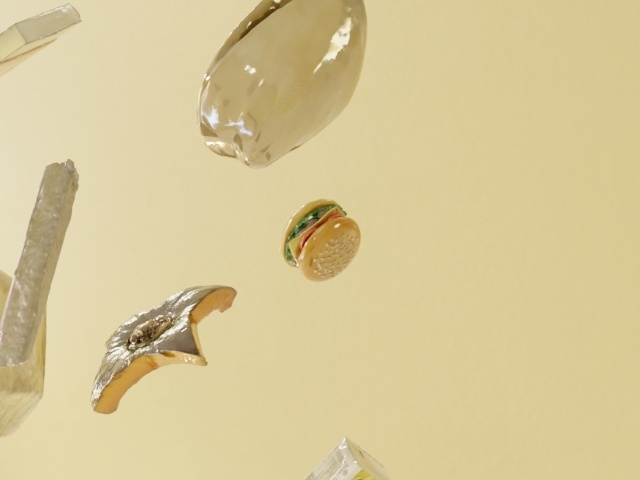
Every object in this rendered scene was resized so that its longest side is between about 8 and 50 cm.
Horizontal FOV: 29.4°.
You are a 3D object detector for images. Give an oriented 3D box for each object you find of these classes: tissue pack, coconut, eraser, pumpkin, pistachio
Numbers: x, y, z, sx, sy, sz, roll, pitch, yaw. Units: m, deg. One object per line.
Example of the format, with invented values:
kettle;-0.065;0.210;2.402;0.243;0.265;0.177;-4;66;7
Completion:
tissue pack;0.029;0.388;1.818;0.148;0.099;0.106;-47;-160;6
coconut;-0.559;0.152;1.875;0.329;0.328;0.329;-18;-173;2
eraser;-0.465;-0.256;1.741;0.230;0.038;0.157;-27;-170;27
pumpkin;-0.305;0.190;2.341;0.258;0.095;0.290;-23;-159;15
pistachio;-0.054;-0.258;1.847;0.332;0.226;0.208;-47;-138;0

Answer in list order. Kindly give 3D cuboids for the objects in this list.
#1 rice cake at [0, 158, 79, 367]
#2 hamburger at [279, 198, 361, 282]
rice cake;-0.343;0.030;1.477;0.049;0.269;0.055;10;167;8
hamburger;0.000;0.000;2.334;0.162;0.162;0.115;-23;-134;-33
